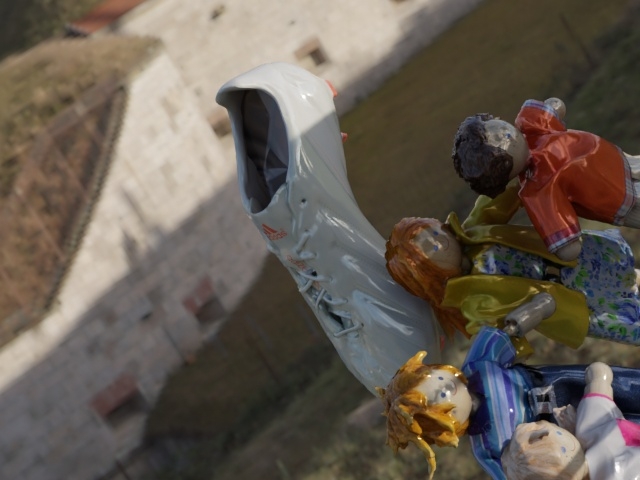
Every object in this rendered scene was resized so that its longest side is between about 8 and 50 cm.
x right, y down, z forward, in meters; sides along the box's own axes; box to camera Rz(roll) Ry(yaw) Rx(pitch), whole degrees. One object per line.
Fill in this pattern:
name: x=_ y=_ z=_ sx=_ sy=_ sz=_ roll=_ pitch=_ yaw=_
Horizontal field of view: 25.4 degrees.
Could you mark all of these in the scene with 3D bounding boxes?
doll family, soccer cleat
doll family: x=0.108 y=0.055 z=0.674 sx=0.118 sy=0.163 sz=0.263 roll=118 pitch=155 yaw=-48
soccer cleat: x=0.000 y=0.000 z=0.741 sx=0.068 sy=0.196 sz=0.076 roll=-28 pitch=-8 yaw=37
